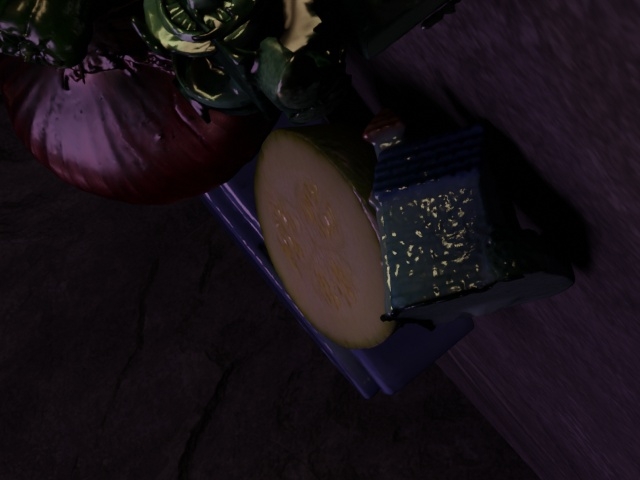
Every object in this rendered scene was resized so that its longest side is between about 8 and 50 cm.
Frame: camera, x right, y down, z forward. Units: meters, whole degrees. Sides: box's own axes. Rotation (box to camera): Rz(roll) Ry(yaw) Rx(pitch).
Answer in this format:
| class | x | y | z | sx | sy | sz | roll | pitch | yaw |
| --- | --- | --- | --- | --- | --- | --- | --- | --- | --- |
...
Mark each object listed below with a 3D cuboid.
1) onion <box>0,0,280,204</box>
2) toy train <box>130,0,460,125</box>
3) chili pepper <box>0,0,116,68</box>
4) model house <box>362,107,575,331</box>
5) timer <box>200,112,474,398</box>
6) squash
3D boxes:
| class | x | y | z | sx | sy | sz | roll | pitch | yaw |
| --- | --- | --- | --- | --- | --- | --- | --- | --- | --- |
| onion | -0.133 | -0.163 | 1.178 | 0.273 | 0.273 | 0.285 | 51 | -158 | 13 |
| toy train | -0.050 | -0.170 | 0.669 | 0.269 | 0.154 | 0.115 | 49 | 175 | 28 |
| chili pepper | -0.175 | -0.243 | 1.018 | 0.083 | 0.253 | 0.099 | 19 | 169 | -15 |
| model house | 0.091 | -0.026 | 0.912 | 0.148 | 0.119 | 0.148 | 5 | -112 | -63 |
| timer | -0.011 | -0.036 | 1.439 | 0.395 | 0.173 | 0.395 | 50 | 177 | 4 |
| squash | 0.000 | 0.000 | 1.080 | 0.189 | 0.189 | 0.260 | 52 | -161 | 3 |
